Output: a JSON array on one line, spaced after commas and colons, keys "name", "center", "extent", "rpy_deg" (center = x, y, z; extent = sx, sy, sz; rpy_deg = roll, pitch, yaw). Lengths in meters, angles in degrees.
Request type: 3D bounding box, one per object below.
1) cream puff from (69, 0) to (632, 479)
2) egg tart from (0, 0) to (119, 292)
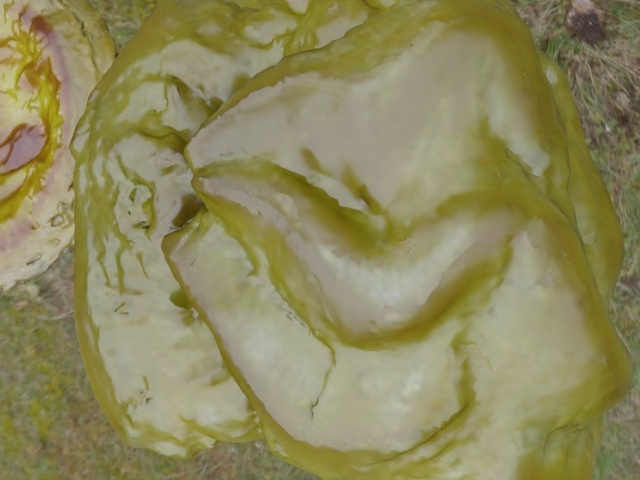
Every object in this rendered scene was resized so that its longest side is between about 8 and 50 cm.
[{"name": "cream puff", "center": [0.002, 0.007, 0.479], "extent": [0.270, 0.274, 0.323], "rpy_deg": [-12, 92, -8]}, {"name": "egg tart", "center": [-0.276, -0.084, 0.825], "extent": [0.295, 0.116, 0.294], "rpy_deg": [-6, 76, 25]}]
